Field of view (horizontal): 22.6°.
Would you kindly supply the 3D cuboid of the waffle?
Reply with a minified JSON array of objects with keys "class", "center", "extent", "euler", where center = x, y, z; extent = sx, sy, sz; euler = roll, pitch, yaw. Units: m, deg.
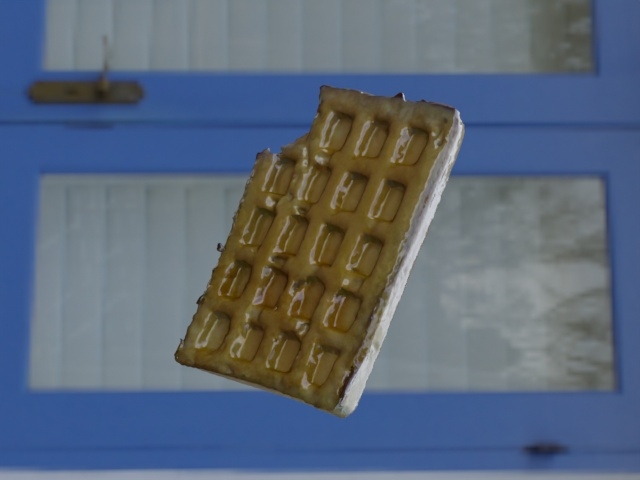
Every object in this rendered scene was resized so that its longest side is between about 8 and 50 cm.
[{"class":"waffle","center":[0.000,0.000,0.658],"extent":[0.021,0.092,0.135],"euler":[38,69,-52]}]
